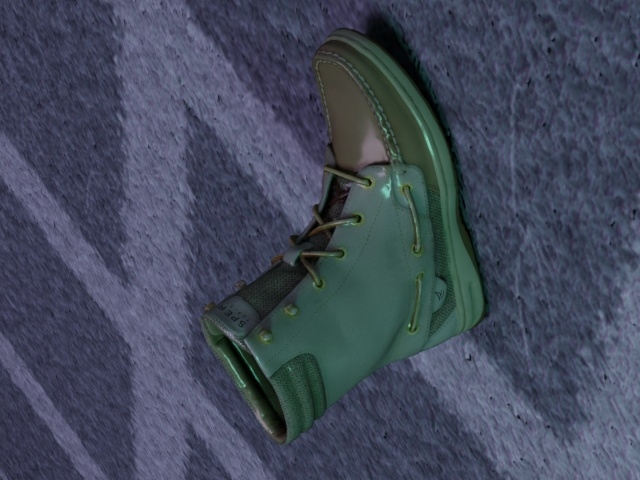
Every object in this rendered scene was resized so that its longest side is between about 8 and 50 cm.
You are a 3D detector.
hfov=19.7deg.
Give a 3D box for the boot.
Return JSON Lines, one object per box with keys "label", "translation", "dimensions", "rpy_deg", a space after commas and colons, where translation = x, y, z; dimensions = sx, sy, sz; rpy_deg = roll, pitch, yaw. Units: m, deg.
{"label": "boot", "translation": [0.000, 0.000, 1.075], "dimensions": [0.077, 0.165, 0.213], "rpy_deg": [25, 141, 54]}
